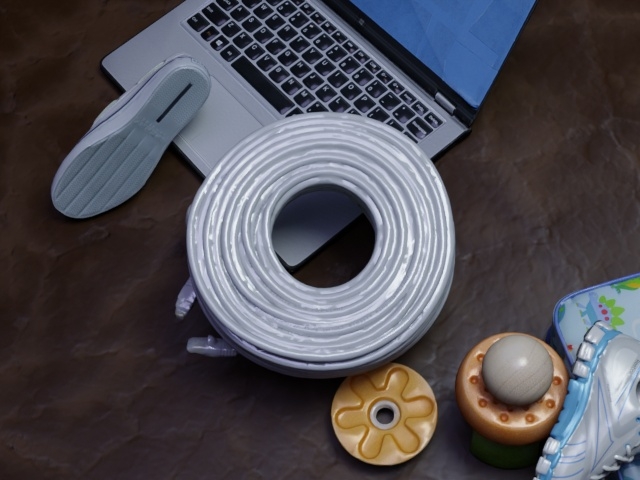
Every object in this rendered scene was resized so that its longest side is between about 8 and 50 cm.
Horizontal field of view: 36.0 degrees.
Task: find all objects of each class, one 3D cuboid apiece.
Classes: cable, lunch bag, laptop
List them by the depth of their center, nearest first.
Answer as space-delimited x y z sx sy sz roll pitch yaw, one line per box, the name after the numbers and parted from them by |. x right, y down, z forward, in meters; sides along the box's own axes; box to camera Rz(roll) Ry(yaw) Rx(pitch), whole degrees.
0.315 0.137 0.885 0.176 0.090 0.219 -17 61 -2 | lunch bag
0.000 0.000 0.923 0.257 0.089 0.257 11 76 6 | cable
-0.009 -0.260 1.054 0.408 0.236 0.382 -38 64 -12 | laptop

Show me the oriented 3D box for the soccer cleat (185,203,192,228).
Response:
-0.076 0.044 1.008 0.068 0.076 0.196 -28 82 -9 | soccer cleat

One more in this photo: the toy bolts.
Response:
0.104 0.185 0.852 0.218 0.158 0.229 4 64 10 | toy bolts

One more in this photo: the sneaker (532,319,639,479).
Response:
0.230 0.165 0.799 0.082 0.071 0.191 19 85 26 | sneaker

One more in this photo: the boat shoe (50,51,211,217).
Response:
-0.208 -0.117 1.096 0.226 0.083 0.076 -40 30 6 | boat shoe
